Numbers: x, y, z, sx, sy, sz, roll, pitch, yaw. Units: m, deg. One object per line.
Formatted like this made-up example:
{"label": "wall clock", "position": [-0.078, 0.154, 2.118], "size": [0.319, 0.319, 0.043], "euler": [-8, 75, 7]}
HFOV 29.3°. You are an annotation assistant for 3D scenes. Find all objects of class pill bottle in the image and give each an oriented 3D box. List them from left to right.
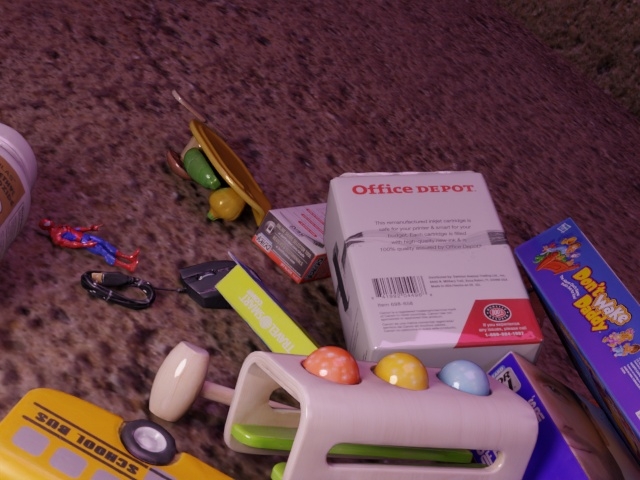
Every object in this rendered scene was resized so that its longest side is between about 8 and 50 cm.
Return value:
{"label": "pill bottle", "position": [-0.356, -0.032, 1.191], "size": [0.131, 0.131, 0.229], "euler": [26, 25, -8]}

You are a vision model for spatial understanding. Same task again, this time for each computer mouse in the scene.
{"label": "computer mouse", "position": [-0.158, 0.043, 1.371], "size": [0.242, 0.041, 0.071], "euler": [1, 38, -45]}

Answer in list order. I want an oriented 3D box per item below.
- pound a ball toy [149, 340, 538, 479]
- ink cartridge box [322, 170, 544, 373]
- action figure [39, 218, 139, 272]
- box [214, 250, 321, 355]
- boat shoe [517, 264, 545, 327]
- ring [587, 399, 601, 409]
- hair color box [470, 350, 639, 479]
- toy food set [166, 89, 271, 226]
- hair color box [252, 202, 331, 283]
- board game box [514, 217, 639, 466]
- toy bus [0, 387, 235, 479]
{"label": "pound a ball toy", "position": [0.024, 0.154, 1.176], "size": [0.319, 0.136, 0.208], "euler": [10, 14, -33]}
{"label": "ink cartridge box", "position": [0.122, 0.051, 1.437], "size": [0.197, 0.114, 0.273], "euler": [-2, 47, -11]}
{"label": "action figure", "position": [-0.258, 0.001, 1.361], "size": [0.115, 0.030, 0.038], "euler": [20, 31, -16]}
{"label": "box", "position": [-0.043, 0.098, 1.332], "size": [0.178, 0.042, 0.109], "euler": [45, -3, 32]}
{"label": "boat shoe", "position": [0.247, 0.099, 1.617], "size": [0.104, 0.111, 0.307], "euler": [34, 26, 8]}
{"label": "ring", "position": [0.428, 0.308, 1.514], "size": [0.336, 0.032, 0.336], "euler": [23, 25, -12]}
{"label": "hair color box", "position": [0.280, 0.286, 1.258], "size": [0.185, 0.110, 0.339], "euler": [33, 18, -35]}
{"label": "toy food set", "position": [-0.146, -0.088, 1.616], "size": [0.128, 0.071, 0.218], "euler": [39, 13, -48]}
{"label": "hair color box", "position": [0.000, 0.000, 1.608], "size": [0.093, 0.053, 0.167], "euler": [43, 26, 23]}
{"label": "board game box", "position": [0.346, 0.160, 1.334], "size": [0.233, 0.078, 0.347], "euler": [57, 5, -34]}
{"label": "toy bus", "position": [-0.111, 0.245, 0.957], "size": [0.332, 0.108, 0.130], "euler": [30, 25, 0]}
